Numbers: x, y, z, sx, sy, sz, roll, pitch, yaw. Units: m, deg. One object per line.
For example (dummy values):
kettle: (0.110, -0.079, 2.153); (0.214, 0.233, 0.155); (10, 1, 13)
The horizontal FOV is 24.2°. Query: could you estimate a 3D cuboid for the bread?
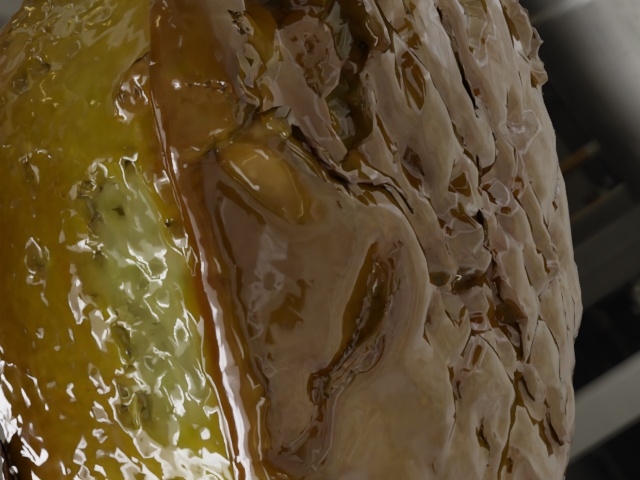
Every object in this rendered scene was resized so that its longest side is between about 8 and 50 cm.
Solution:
bread: (0.000, 0.000, 0.742); (0.398, 0.215, 0.398); (31, -127, -54)
